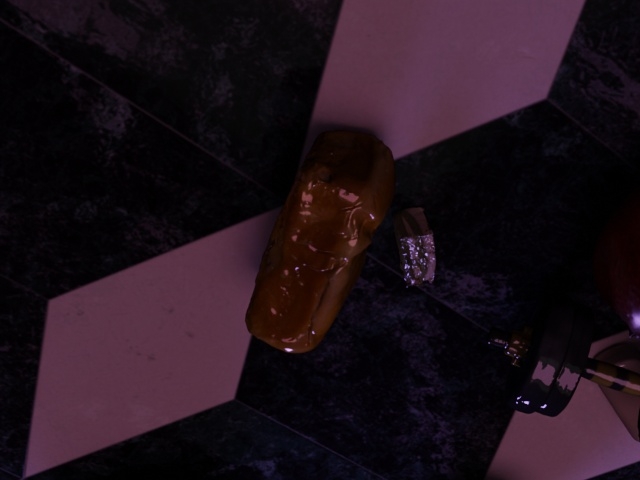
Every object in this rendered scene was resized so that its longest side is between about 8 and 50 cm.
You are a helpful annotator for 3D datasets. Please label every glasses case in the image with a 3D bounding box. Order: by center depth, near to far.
[{"bbox_3d":[0.494,0.242,1.864,0.083,0.050,0.196,-29,124,12],"label":"glasses case"}]

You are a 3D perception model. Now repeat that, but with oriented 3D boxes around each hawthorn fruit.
[{"bbox_3d":[0.511,0.006,1.573,0.265,0.265,0.307,19,106,-19],"label":"hawthorn fruit"}]

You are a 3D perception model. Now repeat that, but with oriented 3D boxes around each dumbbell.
[{"bbox_3d":[0.425,0.198,1.703,0.388,0.185,0.185,19,123,0],"label":"dumbbell"}]

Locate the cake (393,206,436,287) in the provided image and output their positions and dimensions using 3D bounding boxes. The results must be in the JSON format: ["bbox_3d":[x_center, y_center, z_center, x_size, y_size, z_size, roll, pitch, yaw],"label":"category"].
[{"bbox_3d":[0.136,0.022,1.663,0.051,0.055,0.140,-16,128,-2],"label":"cake"}]

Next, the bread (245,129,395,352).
[{"bbox_3d":[0.000,0.000,1.565,0.132,0.167,0.294,27,124,3],"label":"bread"}]
